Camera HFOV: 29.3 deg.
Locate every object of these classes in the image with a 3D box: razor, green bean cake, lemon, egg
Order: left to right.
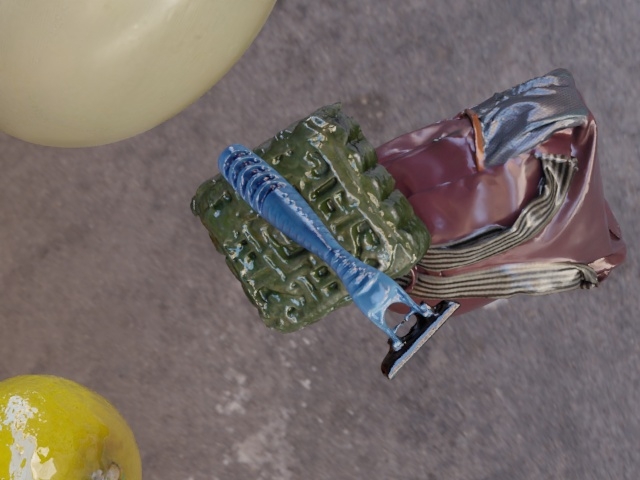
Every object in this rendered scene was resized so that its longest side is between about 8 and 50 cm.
[{"bbox_3d":[-0.306,0.267,1.354,0.219,0.240,0.240,-9,64,41],"label":"lemon"},{"bbox_3d":[-0.115,-0.160,0.673,0.186,0.186,0.241,50,120,28],"label":"egg"},{"bbox_3d":[-0.010,-0.015,1.157,0.173,0.094,0.181,-29,95,21],"label":"green bean cake"},{"bbox_3d":[0.000,0.000,0.998,0.082,0.042,0.253,-45,59,-1],"label":"razor"}]

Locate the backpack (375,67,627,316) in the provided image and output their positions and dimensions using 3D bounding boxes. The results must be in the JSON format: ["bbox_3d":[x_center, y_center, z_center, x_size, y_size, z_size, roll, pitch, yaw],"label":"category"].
[{"bbox_3d":[0.176,-0.029,1.411,0.317,0.283,0.197,-20,41,6],"label":"backpack"}]
